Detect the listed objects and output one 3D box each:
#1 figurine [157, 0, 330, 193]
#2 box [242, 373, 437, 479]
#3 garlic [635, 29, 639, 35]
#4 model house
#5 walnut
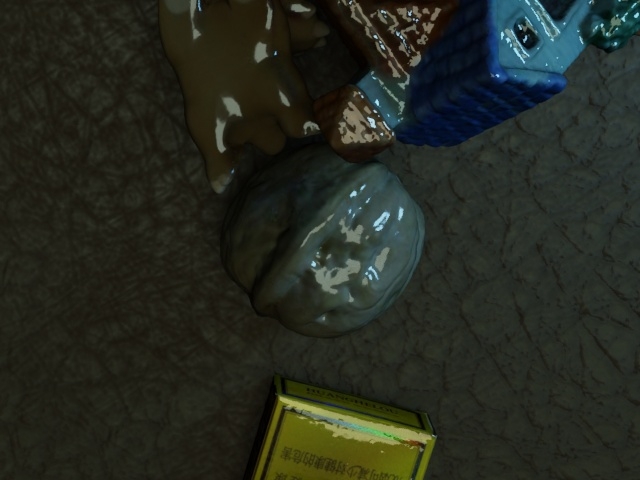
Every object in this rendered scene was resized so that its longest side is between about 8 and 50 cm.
[{"bbox_3d":[-0.075,-0.198,1.671,0.177,0.173,0.247,-29,86,14],"label":"figurine"},{"bbox_3d":[-0.003,0.327,1.835,0.193,0.084,0.301,15,101,-6],"label":"box"},{"bbox_3d":[0.334,-0.334,1.674,0.191,0.160,0.214,-14,121,33],"label":"garlic"},{"bbox_3d":[0.109,-0.235,1.562,0.329,0.252,0.295,-44,106,-37],"label":"model house"},{"bbox_3d":[0.000,0.000,1.708,0.224,0.224,0.224,-1,102,-3],"label":"walnut"}]
